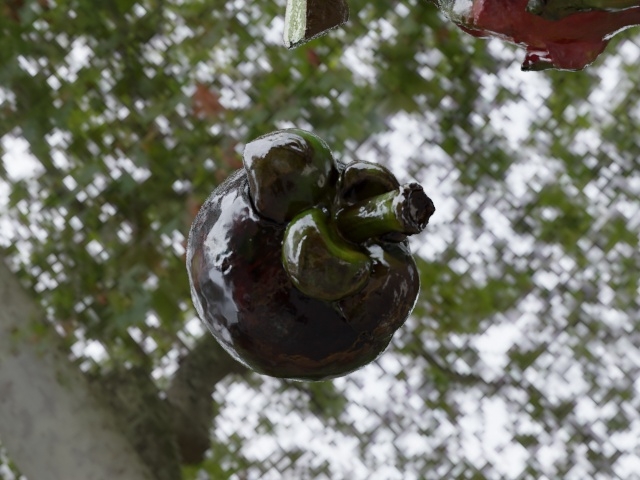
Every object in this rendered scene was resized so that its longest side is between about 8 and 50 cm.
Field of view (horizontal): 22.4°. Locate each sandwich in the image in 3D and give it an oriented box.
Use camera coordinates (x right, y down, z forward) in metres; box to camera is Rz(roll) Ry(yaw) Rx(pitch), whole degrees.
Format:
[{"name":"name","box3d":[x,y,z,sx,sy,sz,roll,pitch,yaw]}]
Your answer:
[{"name":"sandwich","box3d":[-0.002,-0.162,1.135,0.044,0.083,0.031,29,-36,-31]}]

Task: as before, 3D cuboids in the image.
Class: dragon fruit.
[{"name":"dragon fruit","box3d":[0.141,-0.175,0.909,0.166,0.172,0.160,-21,-54,-29]}]

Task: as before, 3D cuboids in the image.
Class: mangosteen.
[{"name":"mangosteen","box3d":[-0.009,0.005,1.099,0.172,0.172,0.184,-19,-46,-31]}]
